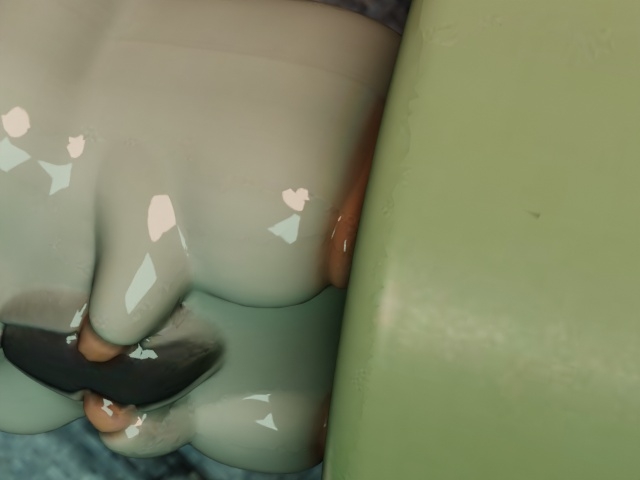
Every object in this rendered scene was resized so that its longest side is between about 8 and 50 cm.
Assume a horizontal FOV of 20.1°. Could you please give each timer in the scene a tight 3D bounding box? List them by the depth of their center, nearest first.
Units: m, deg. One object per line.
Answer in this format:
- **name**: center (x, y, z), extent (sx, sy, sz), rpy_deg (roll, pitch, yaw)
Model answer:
- **timer**: center (0.000, 0.000, 0.561), extent (0.315, 0.291, 0.290), rpy_deg (10, 102, 8)
